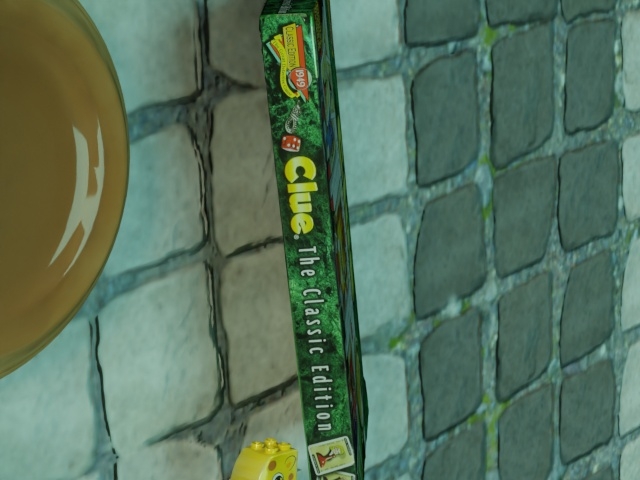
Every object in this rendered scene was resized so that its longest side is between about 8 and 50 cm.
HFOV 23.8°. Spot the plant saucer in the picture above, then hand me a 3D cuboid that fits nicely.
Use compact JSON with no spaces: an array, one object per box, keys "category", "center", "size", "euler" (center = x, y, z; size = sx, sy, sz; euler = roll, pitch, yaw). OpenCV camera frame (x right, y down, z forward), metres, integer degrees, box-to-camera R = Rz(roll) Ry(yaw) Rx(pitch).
[{"category":"plant saucer","center":[-0.151,-0.029,0.641],"size":[0.200,0.037,0.200],"euler":[-15,110,-47]}]

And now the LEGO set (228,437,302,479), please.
[{"category":"LEGO set","center":[-0.059,0.144,0.750],"size":[0.227,0.087,0.093],"euler":[-8,105,-50]}]

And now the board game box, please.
[{"category":"board game box","center":[0.000,0.000,0.777],"size":[0.136,0.030,0.259],"euler":[-88,173,-71]}]
